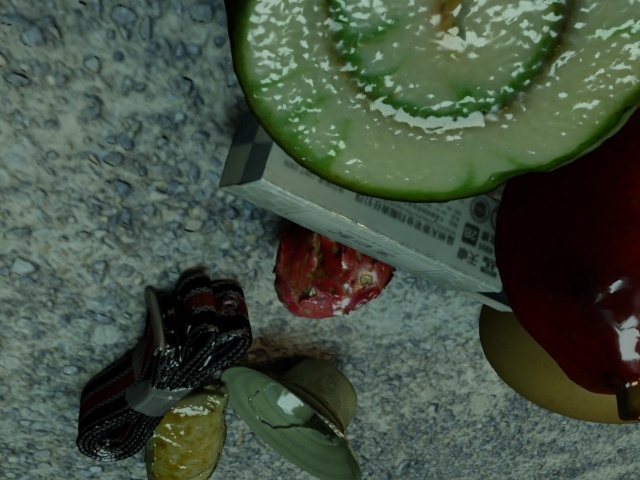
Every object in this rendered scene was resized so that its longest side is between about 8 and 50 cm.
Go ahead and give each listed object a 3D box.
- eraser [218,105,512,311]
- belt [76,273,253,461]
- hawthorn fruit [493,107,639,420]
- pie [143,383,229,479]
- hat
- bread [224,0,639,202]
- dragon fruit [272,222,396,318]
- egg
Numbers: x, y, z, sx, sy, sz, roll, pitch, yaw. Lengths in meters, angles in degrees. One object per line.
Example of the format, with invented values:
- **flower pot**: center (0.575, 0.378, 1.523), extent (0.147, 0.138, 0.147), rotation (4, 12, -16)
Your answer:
- **eraser**: center (0.089, -0.029, 1.174), extent (0.404, 0.098, 0.096), rotation (24, 166, -32)
- **belt**: center (-0.211, 0.171, 1.429), extent (0.126, 0.094, 0.359), rotation (9, 141, -33)
- **hawthorn fruit**: center (0.295, 0.024, 1.087), extent (0.265, 0.307, 0.265), rotation (7, 164, 2)
- **pie**: center (-0.198, 0.295, 1.645), extent (0.128, 0.068, 0.282), rotation (-6, 142, -14)
- **hat**: center (-0.011, 0.224, 1.559), extent (0.110, 0.252, 0.252), rotation (-50, 158, -27)
- **bread**: center (0.103, -0.198, 0.926), extent (0.381, 0.129, 0.366), rotation (7, 135, -10)
- **dragon fruit**: center (0.000, 0.000, 1.242), extent (0.153, 0.153, 0.111), rotation (-18, 123, 5)
- **egg**: center (0.361, 0.106, 1.411), extent (0.322, 0.250, 0.250), rotation (-1, 145, -7)
